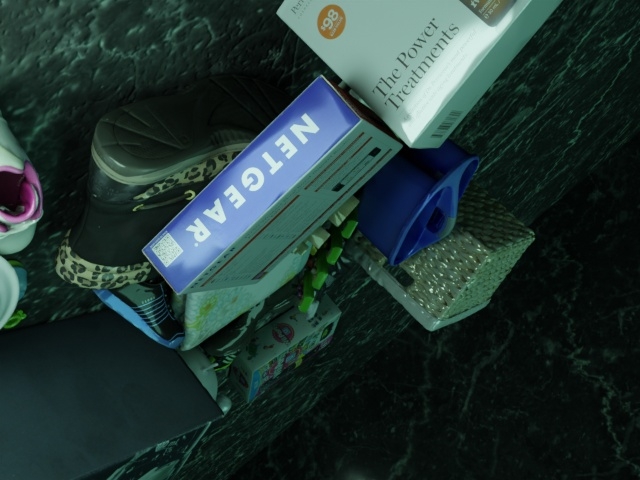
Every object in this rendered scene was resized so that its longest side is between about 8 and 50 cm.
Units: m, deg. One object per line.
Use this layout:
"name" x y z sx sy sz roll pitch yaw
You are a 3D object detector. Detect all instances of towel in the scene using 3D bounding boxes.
"towel" -0.137 0.009 1.516 0.321 0.090 0.374 -31 152 -36

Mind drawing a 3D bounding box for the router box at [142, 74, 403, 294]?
"router box" -0.051 -0.067 1.173 0.335 0.082 0.301 -43 169 11

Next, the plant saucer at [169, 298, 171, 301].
"plant saucer" -0.249 0.121 1.674 0.199 0.036 0.198 -36 160 -15

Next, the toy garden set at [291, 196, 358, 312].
"toy garden set" 0.000 0.000 1.740 0.203 0.049 0.244 -90 -154 -60

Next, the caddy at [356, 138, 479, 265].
"caddy" 0.216 -0.082 1.754 0.241 0.179 0.341 -40 164 -25

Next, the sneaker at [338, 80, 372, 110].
"sneaker" 0.049 -0.219 1.448 0.121 0.099 0.262 -19 144 -33

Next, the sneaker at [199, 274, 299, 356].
"sneaker" -0.160 0.139 1.817 0.286 0.109 0.130 -42 157 -27

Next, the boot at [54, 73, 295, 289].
"boot" -0.199 -0.081 1.177 0.377 0.138 0.284 -29 162 -49

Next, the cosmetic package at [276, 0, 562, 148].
"cosmetic package" 0.153 -0.350 1.044 0.377 0.284 0.097 -52 157 25

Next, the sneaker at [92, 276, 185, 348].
"sneaker" -0.290 0.105 1.404 0.090 0.081 0.232 -46 139 -4

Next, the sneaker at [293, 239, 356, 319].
"sneaker" 0.006 0.091 2.000 0.153 0.101 0.268 -31 156 -21

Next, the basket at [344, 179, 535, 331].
"basket" 0.306 0.007 2.075 0.331 0.328 0.266 -14 143 -53

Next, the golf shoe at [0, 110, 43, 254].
"golf shoe" -0.370 -0.044 0.921 0.115 0.140 0.306 -35 162 -21

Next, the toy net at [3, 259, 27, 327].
"toy net" -0.511 0.105 1.121 0.232 0.045 0.122 -21 154 -43

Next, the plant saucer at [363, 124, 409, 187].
"plant saucer" 0.162 -0.197 1.731 0.241 0.037 0.241 -43 164 -15

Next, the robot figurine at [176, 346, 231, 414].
"robot figurine" -0.343 0.344 1.723 0.300 0.199 0.353 14 129 -27

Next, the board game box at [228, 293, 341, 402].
"board game box" -0.100 0.289 2.243 0.303 0.097 0.224 -32 159 -24

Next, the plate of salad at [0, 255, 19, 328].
"plate of salad" -0.476 0.076 1.009 0.200 0.048 0.199 -24 142 -20

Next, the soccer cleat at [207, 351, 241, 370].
"soccer cleat" -0.237 0.272 1.997 0.072 0.060 0.179 -26 159 -35

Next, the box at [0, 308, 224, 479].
"box" -0.506 0.395 1.390 0.480 0.297 0.471 -12 143 -56

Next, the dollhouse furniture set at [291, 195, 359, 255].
"dollhouse furniture set" -0.039 -0.062 1.429 0.144 0.123 0.151 -49 -167 0
